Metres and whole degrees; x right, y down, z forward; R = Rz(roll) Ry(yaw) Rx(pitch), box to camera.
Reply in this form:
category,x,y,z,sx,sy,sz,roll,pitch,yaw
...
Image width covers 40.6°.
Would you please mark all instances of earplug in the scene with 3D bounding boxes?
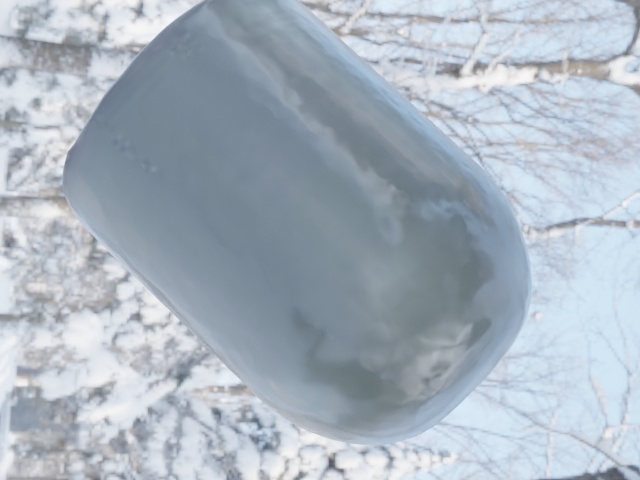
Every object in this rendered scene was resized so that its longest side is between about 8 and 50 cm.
category,x,y,z,sx,sy,sz,roll,pitch,yaw
earplug,0.000,0.000,0.818,0.394,0.312,0.313,44,-40,16
